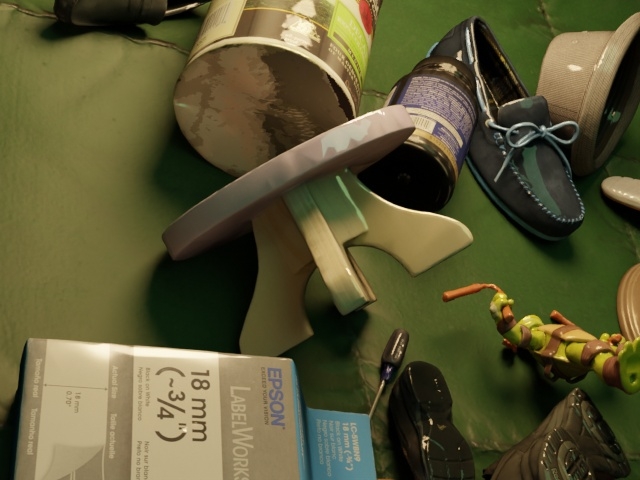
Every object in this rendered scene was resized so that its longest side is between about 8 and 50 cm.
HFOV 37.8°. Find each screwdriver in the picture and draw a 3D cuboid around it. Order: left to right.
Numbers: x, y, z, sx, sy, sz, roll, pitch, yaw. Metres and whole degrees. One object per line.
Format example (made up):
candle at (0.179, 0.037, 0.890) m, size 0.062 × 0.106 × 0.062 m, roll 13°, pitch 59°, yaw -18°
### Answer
screwdriver at (0.064, 0.162, 0.990) m, size 0.025 × 0.024 × 0.170 m, roll 50°, pitch 45°, yaw -32°

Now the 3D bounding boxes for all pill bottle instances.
pill bottle at (0.131, -0.140, 1.185) m, size 0.123 × 0.123 × 0.219 m, roll 33°, pitch 46°, yaw -7°

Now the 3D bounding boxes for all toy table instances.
toy table at (0.000, 0.000, 0.935) m, size 0.161 × 0.274 × 0.252 m, roll 61°, pitch 15°, yaw 6°

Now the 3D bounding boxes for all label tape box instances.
label tape box at (-0.082, 0.216, 0.762) m, size 0.334 × 0.106 × 0.240 m, roll 7°, pitch 53°, yaw -19°

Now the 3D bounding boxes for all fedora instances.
fedora at (0.389, -0.227, 1.383) m, size 0.124 × 0.243 × 0.275 m, roll 22°, pitch 43°, yaw 24°

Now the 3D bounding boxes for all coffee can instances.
coffee can at (-0.039, -0.229, 1.089) m, size 0.201 × 0.201 × 0.275 m, roll 25°, pitch 48°, yaw -15°

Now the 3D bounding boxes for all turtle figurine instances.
turtle figurine at (0.280, 0.120, 1.061) m, size 0.269 × 0.217 × 0.087 m, roll 20°, pitch 86°, yaw -32°

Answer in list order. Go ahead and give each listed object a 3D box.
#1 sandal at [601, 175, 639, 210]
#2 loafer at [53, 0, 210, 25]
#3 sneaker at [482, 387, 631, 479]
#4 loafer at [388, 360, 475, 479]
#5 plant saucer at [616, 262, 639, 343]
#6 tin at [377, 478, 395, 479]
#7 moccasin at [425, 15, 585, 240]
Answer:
sandal at (0.542, -0.025, 1.404) m, size 0.265 × 0.076 × 0.102 m, roll 18°, pitch 31°, yaw 7°
loafer at (-0.215, -0.293, 1.111) m, size 0.078 × 0.076 × 0.223 m, roll 43°, pitch 41°, yaw 14°
sneaker at (0.235, 0.237, 0.980) m, size 0.286 × 0.130 × 0.109 m, roll -2°, pitch 60°, yaw -60°
loafer at (0.109, 0.208, 0.942) m, size 0.062 × 0.061 × 0.170 m, roll 13°, pitch 46°, yaw -25°
plant saucer at (0.528, 0.139, 1.287) m, size 0.278 × 0.041 × 0.278 m, roll 18°, pitch 49°, yaw -22°
tin at (0.047, 0.304, 0.858) m, size 0.106 × 0.040 × 0.189 m, roll 41°, pitch 45°, yaw -5°
moccasin at (0.255, -0.160, 1.282) m, size 0.138 × 0.117 × 0.342 m, roll -18°, pitch 68°, yaw -40°
